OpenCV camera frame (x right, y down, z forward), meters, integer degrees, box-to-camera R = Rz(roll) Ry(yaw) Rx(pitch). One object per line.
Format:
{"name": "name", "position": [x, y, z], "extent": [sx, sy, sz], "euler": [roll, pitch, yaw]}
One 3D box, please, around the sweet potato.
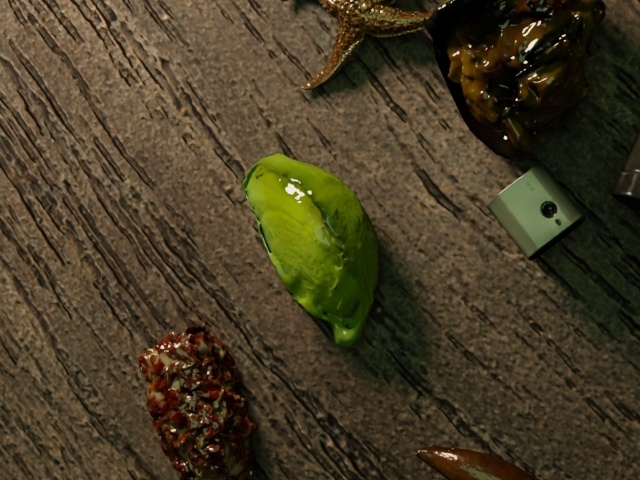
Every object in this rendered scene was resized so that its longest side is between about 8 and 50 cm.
{"name": "sweet potato", "position": [0.237, 0.297, 1.545], "extent": [0.264, 0.057, 0.057], "euler": [20, 91, 10]}

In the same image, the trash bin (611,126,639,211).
{"name": "trash bin", "position": [0.473, -0.152, 1.440], "extent": [0.252, 0.203, 0.302], "euler": [22, 91, -4]}

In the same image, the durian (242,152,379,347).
{"name": "durian", "position": [0.000, 0.000, 1.601], "extent": [0.250, 0.101, 0.139], "euler": [54, 134, 11]}

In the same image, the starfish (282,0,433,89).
{"name": "starfish", "position": [0.049, -0.287, 1.626], "extent": [0.213, 0.057, 0.238], "euler": [28, 93, 21]}

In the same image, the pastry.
{"name": "pastry", "position": [-0.151, 0.213, 1.626], "extent": [0.115, 0.097, 0.209], "euler": [-17, 84, 22]}

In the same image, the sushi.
{"name": "sushi", "position": [0.229, -0.219, 1.506], "extent": [0.213, 0.200, 0.204], "euler": [-43, 86, 14]}

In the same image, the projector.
{"name": "projector", "position": [0.255, -0.033, 1.544], "extent": [0.083, 0.083, 0.082], "euler": [-38, 79, 9]}
